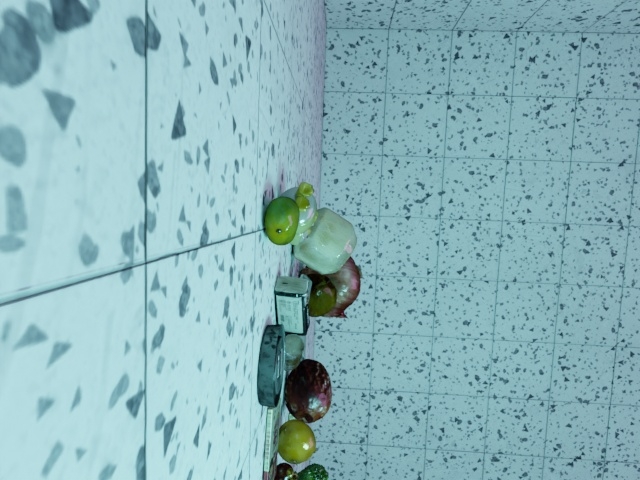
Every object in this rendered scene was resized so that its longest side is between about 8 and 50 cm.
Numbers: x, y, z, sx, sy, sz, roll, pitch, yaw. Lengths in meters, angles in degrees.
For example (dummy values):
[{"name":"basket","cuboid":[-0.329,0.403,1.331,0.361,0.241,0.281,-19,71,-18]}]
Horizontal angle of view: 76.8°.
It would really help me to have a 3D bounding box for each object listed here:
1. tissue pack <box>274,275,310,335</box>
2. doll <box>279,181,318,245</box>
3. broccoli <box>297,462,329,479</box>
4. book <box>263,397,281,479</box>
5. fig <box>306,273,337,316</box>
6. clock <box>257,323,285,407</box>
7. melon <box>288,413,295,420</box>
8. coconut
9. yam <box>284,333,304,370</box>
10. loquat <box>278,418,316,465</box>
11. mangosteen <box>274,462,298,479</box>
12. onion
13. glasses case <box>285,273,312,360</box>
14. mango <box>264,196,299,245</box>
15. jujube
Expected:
[{"name":"tissue pack","cuboid":[-0.086,0.200,1.236,0.090,0.103,0.170,-70,164,-57]},{"name":"doll","cuboid":[-0.064,-0.067,1.246,0.296,0.117,0.141,86,10,-66]},{"name":"broccoli","cuboid":[-0.013,1.154,1.770,0.298,0.298,0.297,-16,110,-55]},{"name":"book","cuboid":[-0.144,0.604,1.199,0.162,0.022,0.231,79,15,-79]},{"name":"fig","cuboid":[-0.007,0.190,1.670,0.190,0.191,0.290,-85,-172,-47]},{"name":"clock","cuboid":[-0.128,0.331,1.077,0.215,0.042,0.214,2,90,-87]},{"name":"melon","cuboid":[-0.123,0.827,1.719,0.098,0.054,0.182,123,-27,-65]},{"name":"coconut","cuboid":[0.000,0.000,1.593,0.244,0.248,0.245,-57,-173,11]},{"name":"yam","cuboid":[-0.093,0.352,1.259,0.141,0.079,0.079,108,-10,-51]},{"name":"loquat","cuboid":[-0.083,0.678,1.361,0.141,0.141,0.140,2,90,-87]},{"name":"mangosteen","cuboid":[-0.118,0.771,1.318,0.081,0.081,0.080,2,90,-87]},{"name":"onion","cuboid":[0.054,0.217,1.991,0.353,0.354,0.353,2,90,-87]},{"name":"glasses case","cuboid":[-0.088,0.270,1.460,0.128,0.083,0.307,78,14,-55]},{"name":"mango","cuboid":[-0.092,-0.048,1.021,0.191,0.086,0.121,6,83,-86]},{"name":"jujube","cuboid":[-0.045,0.573,1.551,0.243,0.184,0.183,-84,176,-56]}]
